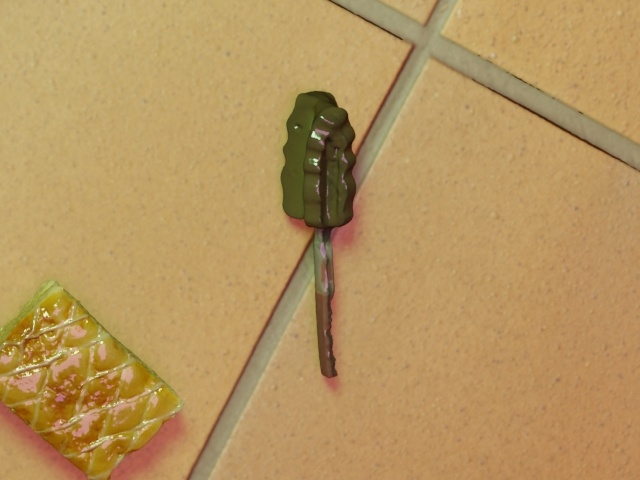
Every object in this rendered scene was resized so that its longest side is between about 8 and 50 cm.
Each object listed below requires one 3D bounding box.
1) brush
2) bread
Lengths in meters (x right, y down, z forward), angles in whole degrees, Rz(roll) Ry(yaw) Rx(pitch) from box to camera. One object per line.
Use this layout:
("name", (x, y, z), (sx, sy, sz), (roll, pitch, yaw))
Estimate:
("brush", (0.000, 0.000, 1.742), (0.071, 0.084, 0.301), (-6, 109, -15))
("bread", (-0.244, 0.143, 1.707), (0.125, 0.068, 0.188), (-45, 109, -2))
